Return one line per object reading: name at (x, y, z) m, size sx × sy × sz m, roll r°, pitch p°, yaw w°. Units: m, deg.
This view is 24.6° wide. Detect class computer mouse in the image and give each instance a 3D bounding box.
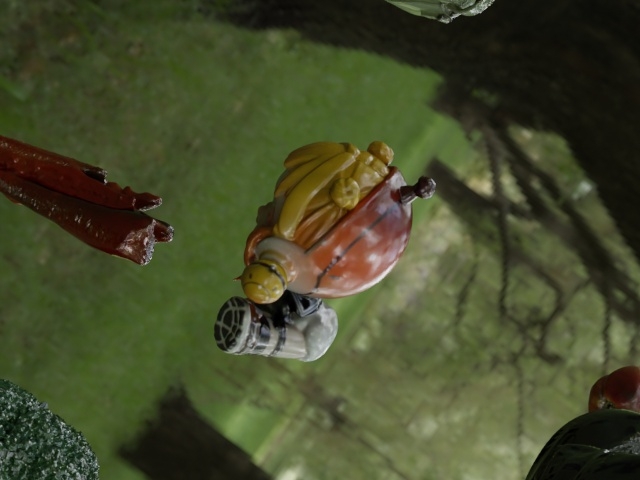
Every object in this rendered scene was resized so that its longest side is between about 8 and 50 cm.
computer mouse at (0.267, 0.229, 1.532) m, size 0.172 × 0.057 × 0.099 m, roll -40°, pitch -156°, yaw 13°

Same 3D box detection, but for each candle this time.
candle at (-0.260, -0.053, 1.285) m, size 0.084 × 0.301 × 0.059 m, roll -31°, pitch 138°, yaw -62°

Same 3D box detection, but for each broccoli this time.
broccoli at (-0.331, 0.287, 1.481) m, size 0.254 × 0.269 × 0.269 m, roll -55°, pitch 178°, yaw -47°

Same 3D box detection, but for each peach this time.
peach at (0.411, 0.218, 1.964) m, size 0.101 × 0.100 × 0.101 m, roll -54°, pitch 177°, yaw -5°

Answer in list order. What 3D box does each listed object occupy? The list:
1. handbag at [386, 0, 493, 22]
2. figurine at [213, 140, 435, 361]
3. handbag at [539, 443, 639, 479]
handbag at (0.169, -0.372, 1.677) m, size 0.219 × 0.079 × 0.256 m, roll 17°, pitch -92°, yaw 58°
figurine at (0.003, 0.004, 1.947) m, size 0.323 × 0.196 × 0.320 m, roll -60°, pitch 177°, yaw 29°
handbag at (0.234, 0.262, 1.157) m, size 0.254 × 0.211 × 0.089 m, roll -53°, pitch 136°, yaw -39°
